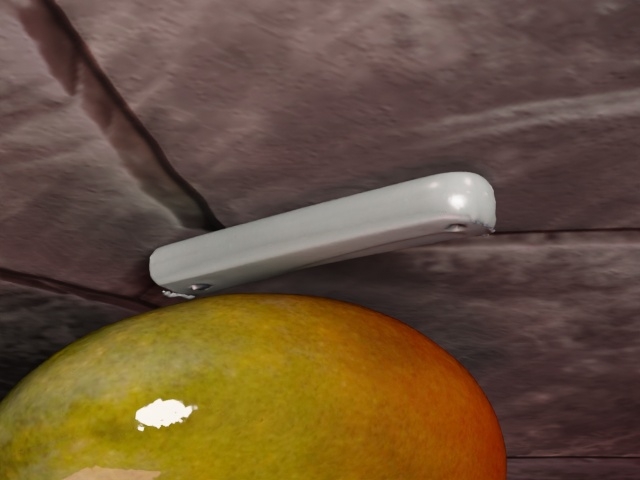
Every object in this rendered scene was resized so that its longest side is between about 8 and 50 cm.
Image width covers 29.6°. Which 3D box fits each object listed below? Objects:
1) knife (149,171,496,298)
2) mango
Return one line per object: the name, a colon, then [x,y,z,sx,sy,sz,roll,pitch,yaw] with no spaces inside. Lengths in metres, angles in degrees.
knife: [0.000,0.000,0.511,0.162,0.023,0.044,-13,163,32]
mango: [-0.013,0.090,0.564,0.146,0.129,0.289,-8,163,29]
